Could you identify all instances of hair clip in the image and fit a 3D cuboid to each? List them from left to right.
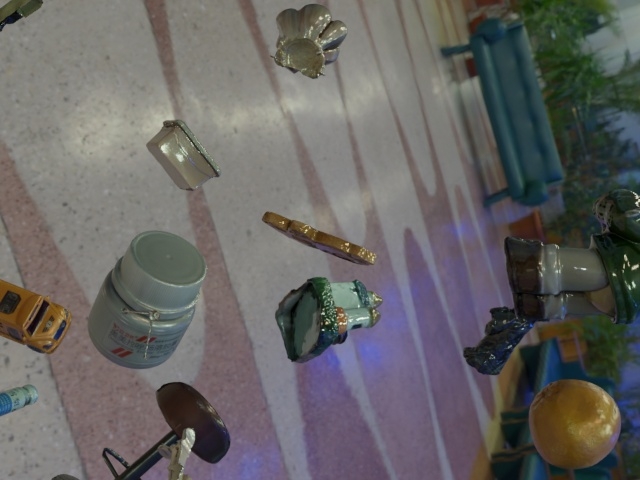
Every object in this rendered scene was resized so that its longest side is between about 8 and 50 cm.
[{"bbox_3d":[-0.248,0.405,1.278,0.034,0.072,0.226,62,0,-22],"label":"hair clip"}]

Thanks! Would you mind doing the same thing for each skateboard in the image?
[{"bbox_3d":[-0.305,0.156,1.247,0.063,0.032,0.083,8,87,-22],"label":"skateboard"}]

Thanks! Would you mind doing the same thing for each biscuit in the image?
[{"bbox_3d":[-0.002,0.001,1.128,0.133,0.184,0.027,68,45,-82],"label":"biscuit"}]

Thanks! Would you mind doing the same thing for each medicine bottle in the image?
[{"bbox_3d":[-0.687,0.353,1.599,0.191,0.051,0.051,-7,82,-72],"label":"medicine bottle"},{"bbox_3d":[-0.439,0.150,1.901,0.245,0.306,0.245,22,32,-15],"label":"medicine bottle"}]

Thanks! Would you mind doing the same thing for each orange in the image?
[{"bbox_3d":[0.427,0.307,1.267,0.136,0.159,0.159,50,27,-5],"label":"orange"}]

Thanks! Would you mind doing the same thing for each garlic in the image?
[{"bbox_3d":[-0.012,-0.361,1.352,0.194,0.131,0.127,-40,139,-72],"label":"garlic"}]

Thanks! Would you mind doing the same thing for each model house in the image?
[{"bbox_3d":[0.058,0.198,1.984,0.291,0.253,0.185,-8,66,-29],"label":"model house"}]

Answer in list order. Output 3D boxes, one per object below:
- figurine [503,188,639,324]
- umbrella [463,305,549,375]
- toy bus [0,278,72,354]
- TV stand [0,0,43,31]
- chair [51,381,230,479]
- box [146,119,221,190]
[{"bbox_3d":[0.379,0.011,0.758,0.281,0.369,0.167,65,21,-48],"label":"figurine"},{"bbox_3d":[0.317,0.118,1.185,0.080,0.224,0.071,17,30,-44],"label":"umbrella"},{"bbox_3d":[-0.514,0.113,1.223,0.088,0.194,0.083,114,-3,-63],"label":"toy bus"},{"bbox_3d":[-0.693,-0.528,1.705,0.036,0.249,0.042,59,6,17],"label":"TV stand"},{"bbox_3d":[-0.376,0.484,1.657,0.226,0.401,0.226,49,0,0],"label":"chair"},{"bbox_3d":[-0.238,-0.143,1.274,0.062,0.089,0.122,-44,116,-19],"label":"box"}]
